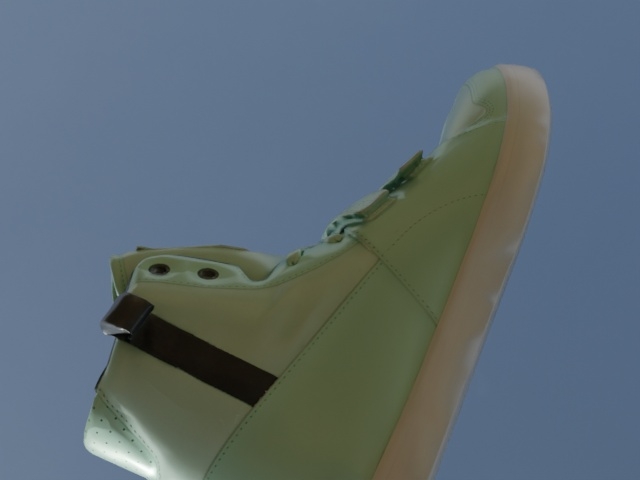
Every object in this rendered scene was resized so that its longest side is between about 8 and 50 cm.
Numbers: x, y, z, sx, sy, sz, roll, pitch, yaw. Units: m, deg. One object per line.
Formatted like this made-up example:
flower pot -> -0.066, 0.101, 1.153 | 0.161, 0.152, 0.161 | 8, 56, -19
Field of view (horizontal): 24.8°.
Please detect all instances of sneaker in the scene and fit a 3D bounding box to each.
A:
sneaker -> 0.000, 0.000, 0.590 | 0.151, 0.094, 0.256 | 21, -127, 5
